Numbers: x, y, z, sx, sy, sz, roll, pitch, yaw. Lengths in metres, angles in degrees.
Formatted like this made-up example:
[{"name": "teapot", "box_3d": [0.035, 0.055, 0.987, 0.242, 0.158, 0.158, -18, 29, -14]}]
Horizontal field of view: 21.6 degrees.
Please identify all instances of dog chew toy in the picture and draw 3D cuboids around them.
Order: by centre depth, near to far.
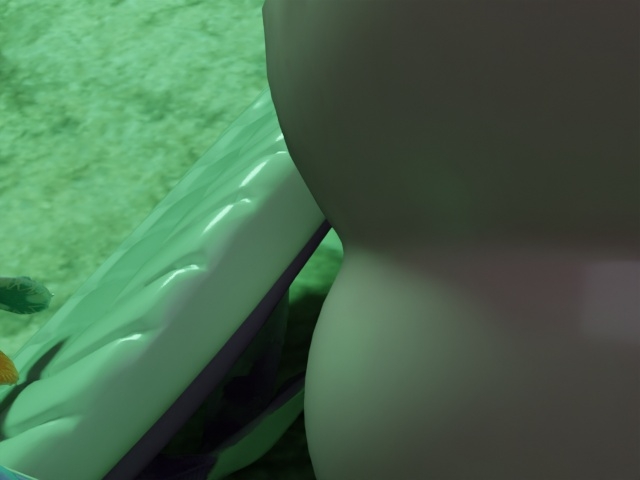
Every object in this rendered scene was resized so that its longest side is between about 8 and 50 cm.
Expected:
[{"name": "dog chew toy", "box_3d": [0.086, 0.023, 0.444, 0.207, 0.331, 0.206, 1, -3, 0]}]

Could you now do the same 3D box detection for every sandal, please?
[{"name": "sandal", "box_3d": [0.007, -0.004, 0.603, 0.102, 0.169, 0.416, 45, 58, -8]}]

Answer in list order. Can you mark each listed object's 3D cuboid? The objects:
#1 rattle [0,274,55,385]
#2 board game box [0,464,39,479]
[{"name": "rattle", "box_3d": [-0.199, 0.006, 0.549, 0.200, 0.142, 0.130, -18, 4, 41]}, {"name": "board game box", "box_3d": [-0.303, 0.152, 0.342, 0.390, 0.050, 0.390, 21, 63, 3]}]
